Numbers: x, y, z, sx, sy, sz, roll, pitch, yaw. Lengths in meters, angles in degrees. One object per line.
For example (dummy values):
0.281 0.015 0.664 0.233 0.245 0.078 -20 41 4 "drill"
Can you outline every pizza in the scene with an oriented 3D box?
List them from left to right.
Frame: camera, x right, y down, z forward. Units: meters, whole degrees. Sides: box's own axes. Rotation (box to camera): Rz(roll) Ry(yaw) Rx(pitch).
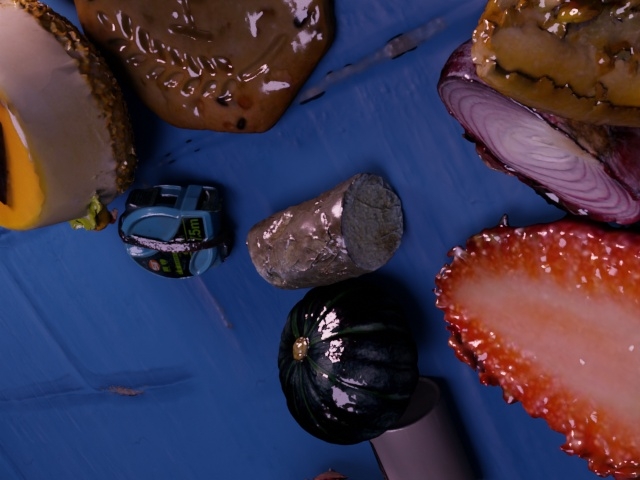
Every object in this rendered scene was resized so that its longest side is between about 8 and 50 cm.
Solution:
0.262 -0.193 0.481 0.251 0.074 0.288 22 105 -18 "pizza"

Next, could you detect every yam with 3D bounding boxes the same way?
0.000 0.000 0.808 0.183 0.107 0.107 -18 109 42 "yam"

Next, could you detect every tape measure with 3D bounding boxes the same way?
-0.186 -0.009 0.921 0.146 0.081 0.125 4 135 4 "tape measure"

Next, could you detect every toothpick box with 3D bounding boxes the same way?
0.128 0.275 0.901 0.111 0.111 0.181 -7 115 36 "toothpick box"

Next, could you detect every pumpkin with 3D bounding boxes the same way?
0.027 0.140 0.834 0.194 0.194 0.150 -24 124 41 "pumpkin"

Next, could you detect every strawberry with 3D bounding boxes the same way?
0.265 0.072 0.684 0.306 0.137 0.233 38 118 41 "strawberry"

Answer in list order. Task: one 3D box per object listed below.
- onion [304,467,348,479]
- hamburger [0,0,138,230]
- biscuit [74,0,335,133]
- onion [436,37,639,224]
0.025 0.458 1.000 0.347 0.347 0.285 -43 49 43 "onion"
-0.348 -0.149 0.872 0.276 0.179 0.294 34 136 21 "hamburger"
-0.144 -0.274 0.753 0.359 0.046 0.359 16 127 22 "biscuit"
0.198 -0.106 0.607 0.206 0.098 0.151 37 171 -9 "onion"
